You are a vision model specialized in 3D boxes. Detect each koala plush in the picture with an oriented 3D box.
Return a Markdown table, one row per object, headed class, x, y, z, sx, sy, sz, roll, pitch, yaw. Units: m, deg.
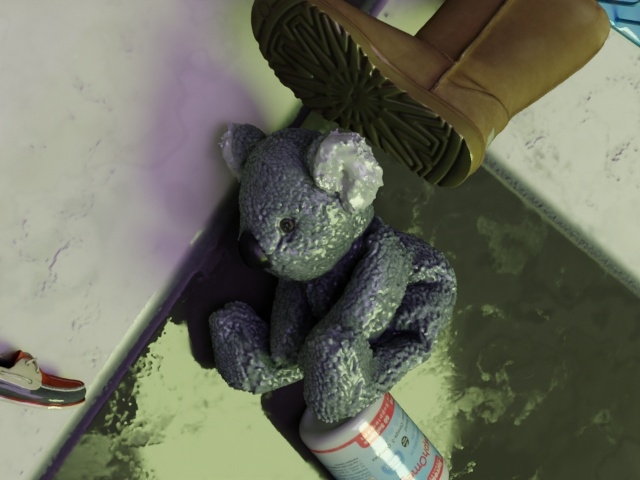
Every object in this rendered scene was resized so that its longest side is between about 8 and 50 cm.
| class | x | y | z | sx | sy | sz | roll | pitch | yaw |
| --- | --- | --- | --- | --- | --- | --- | --- | --- | --- |
| koala plush | 0.000 | 0.000 | 1.552 | 0.203 | 0.196 | 0.221 | -34 | 113 | -28 |

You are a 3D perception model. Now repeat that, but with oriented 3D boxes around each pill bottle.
| class | x | y | z | sx | sy | sz | roll | pitch | yaw |
| --- | --- | --- | --- | --- | --- | --- | --- | --- | --- |
| pill bottle | 0.059 | 0.200 | 1.668 | 0.087 | 0.087 | 0.160 | -45 | 116 | -10 |

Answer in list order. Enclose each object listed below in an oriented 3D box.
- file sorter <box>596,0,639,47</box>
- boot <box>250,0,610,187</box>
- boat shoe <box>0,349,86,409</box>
| class | x | y | z | sx | sy | sz | roll | pitch | yaw |
| --- | --- | --- | --- | --- | --- | --- | --- | --- | --- |
| file sorter | 0.315 | -0.243 | 1.685 | 0.170 | 0.104 | 0.118 | 30 | 87 | -27 |
| boot | 0.096 | -0.178 | 1.567 | 0.236 | 0.089 | 0.269 | 41 | 45 | 2 |
| boat shoe | -0.254 | 0.110 | 1.524 | 0.137 | 0.049 | 0.043 | 11 | 94 | -22 |
